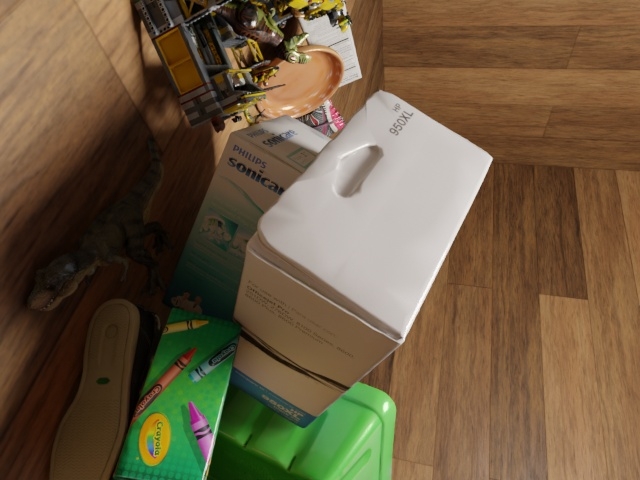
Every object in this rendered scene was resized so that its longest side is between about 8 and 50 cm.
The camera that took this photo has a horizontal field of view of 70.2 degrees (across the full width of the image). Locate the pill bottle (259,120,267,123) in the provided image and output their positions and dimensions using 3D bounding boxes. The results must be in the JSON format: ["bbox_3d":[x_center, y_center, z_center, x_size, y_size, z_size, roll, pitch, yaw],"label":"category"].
[{"bbox_3d":[-0.090,-0.156,0.951,0.108,0.108,0.180,-39,133,-71],"label":"pill bottle"}]

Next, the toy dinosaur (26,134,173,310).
[{"bbox_3d":[-0.225,-0.007,0.548,0.268,0.064,0.118,-75,150,-43],"label":"toy dinosaur"}]

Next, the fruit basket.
[{"bbox_3d":[-0.025,0.317,0.869,0.392,0.392,0.282,-62,154,-57],"label":"fruit basket"}]

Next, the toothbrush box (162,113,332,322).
[{"bbox_3d":[-0.096,-0.027,0.707,0.295,0.126,0.216,-62,177,25],"label":"toothbrush box"}]

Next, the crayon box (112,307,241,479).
[{"bbox_3d":[-0.175,0.215,0.544,0.278,0.081,0.165,123,-20,-52],"label":"crayon box"}]

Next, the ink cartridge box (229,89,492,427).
[{"bbox_3d":[0.022,0.051,0.609,0.285,0.166,0.395,-55,174,-34],"label":"ink cartridge box"}]

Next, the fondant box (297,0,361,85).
[{"bbox_3d":[-0.014,-0.503,0.943,0.330,0.096,0.238,46,25,-74],"label":"fondant box"}]

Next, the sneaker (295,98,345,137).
[{"bbox_3d":[-0.031,-0.332,1.132,0.121,0.112,0.299,57,9,27],"label":"sneaker"}]

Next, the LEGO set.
[{"bbox_3d":[-0.075,-0.271,0.648,0.331,0.255,0.192,-69,138,-70],"label":"LEGO set"}]

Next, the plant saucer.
[{"bbox_3d":[-0.046,-0.330,0.946,0.037,0.200,0.200,64,5,16],"label":"plant saucer"}]

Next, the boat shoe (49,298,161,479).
[{"bbox_3d":[-0.240,0.190,0.531,0.079,0.084,0.233,62,34,-66],"label":"boat shoe"}]
